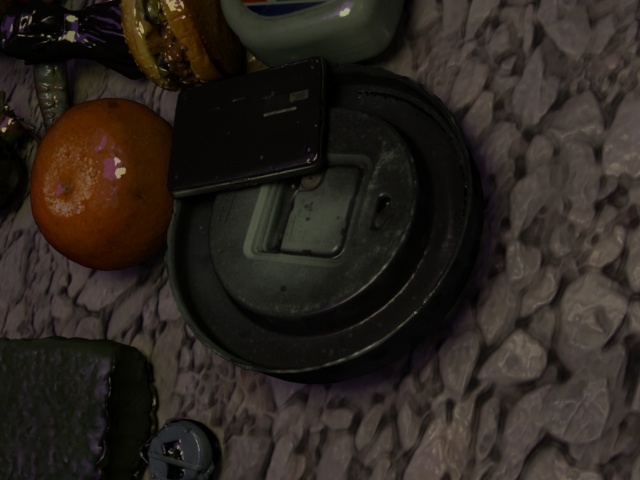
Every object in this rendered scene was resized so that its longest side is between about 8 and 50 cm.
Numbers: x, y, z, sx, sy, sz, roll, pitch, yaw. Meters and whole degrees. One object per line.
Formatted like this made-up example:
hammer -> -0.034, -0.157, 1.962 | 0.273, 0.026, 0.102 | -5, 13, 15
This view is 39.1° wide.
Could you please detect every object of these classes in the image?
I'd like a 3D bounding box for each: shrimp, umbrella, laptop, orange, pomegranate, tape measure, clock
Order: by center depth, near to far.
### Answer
clock -> 0.000, -0.022, 1.034 | 0.386, 0.076, 0.386 | -12, 62, 23
laptop -> -0.089, -0.133, 1.071 | 0.207, 0.026, 0.154 | -9, 62, 25
tape measure -> -0.172, 0.264, 1.105 | 0.094, 0.054, 0.091 | -31, 71, 21
tape measure -> -0.007, -0.327, 1.121 | 0.243, 0.125, 0.246 | 6, 77, 32
orange -> -0.271, -0.072, 1.173 | 0.224, 0.170, 0.224 | -1, 87, 29
umbrella -> -0.366, -0.284, 1.250 | 0.340, 0.118, 0.118 | -3, 75, -2
shrimp -> -0.378, -0.198, 1.277 | 0.166, 0.049, 0.161 | -144, 51, -69
pomegranate -> -0.497, -0.117, 1.334 | 0.148, 0.148, 0.169 | 31, 56, 30

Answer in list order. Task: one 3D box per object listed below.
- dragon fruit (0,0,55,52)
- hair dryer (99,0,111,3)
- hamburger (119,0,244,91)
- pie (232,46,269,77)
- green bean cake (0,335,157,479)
dragon fruit -> -0.515, -0.440, 1.347 | 0.291, 0.269, 0.250 | -47, 71, 14
hair dryer -> -0.325, -0.354, 1.342 | 0.106, 0.054, 0.154 | 35, 100, 34
hamburger -> -0.179, -0.287, 1.143 | 0.118, 0.182, 0.191 | -11, 107, 15
pie -> -0.081, -0.238, 1.198 | 0.084, 0.020, 0.084 | -8, 72, 25
green bean cake -> -0.331, 0.235, 1.158 | 0.227, 0.125, 0.222 | 1, 76, 26
